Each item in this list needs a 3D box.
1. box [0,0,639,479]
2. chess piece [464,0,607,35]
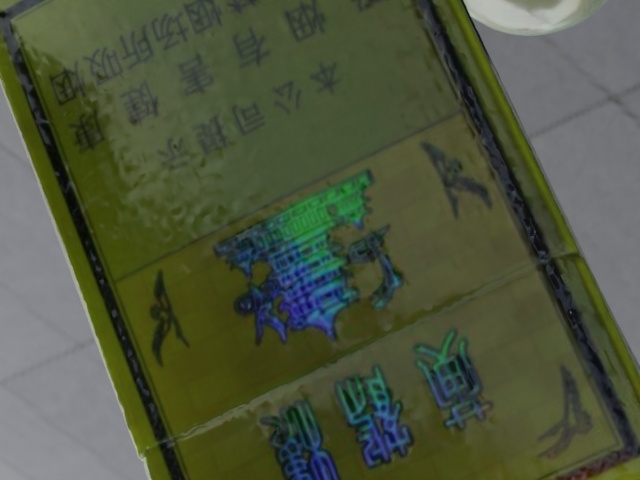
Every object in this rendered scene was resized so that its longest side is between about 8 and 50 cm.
[{"bbox_3d":[0.000,0.000,0.487,0.220,0.141,0.064,67,-171,18],"label":"box"},{"bbox_3d":[0.118,-0.241,0.935,0.182,0.182,0.330,21,159,22],"label":"chess piece"}]
